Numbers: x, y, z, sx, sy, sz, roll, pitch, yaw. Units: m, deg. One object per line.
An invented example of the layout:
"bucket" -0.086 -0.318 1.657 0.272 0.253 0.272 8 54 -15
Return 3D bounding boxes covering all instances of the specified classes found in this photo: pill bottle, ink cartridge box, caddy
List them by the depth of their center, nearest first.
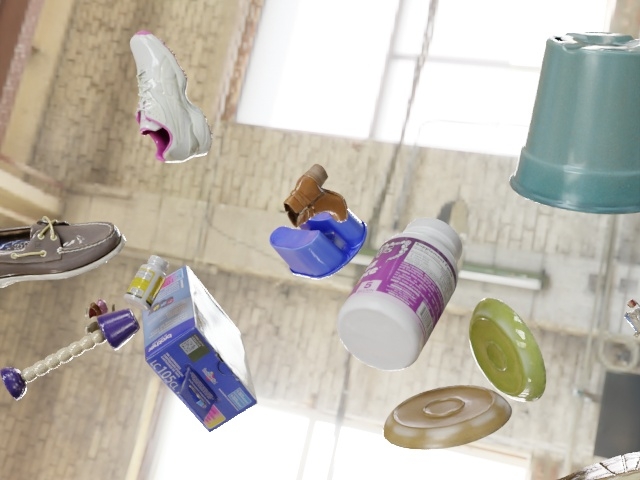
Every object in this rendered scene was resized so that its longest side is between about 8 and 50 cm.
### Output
"pill bottle" 0.163 0.090 1.789 0.301 0.169 0.169 -54 -34 -44
"pill bottle" -0.386 0.094 2.106 0.116 0.065 0.065 -63 -26 -21
"ink cartridge box" -0.293 0.268 2.252 0.270 0.151 0.395 55 -178 -26
"caddy" 0.000 0.000 2.957 0.179 0.341 0.241 46 -109 -26

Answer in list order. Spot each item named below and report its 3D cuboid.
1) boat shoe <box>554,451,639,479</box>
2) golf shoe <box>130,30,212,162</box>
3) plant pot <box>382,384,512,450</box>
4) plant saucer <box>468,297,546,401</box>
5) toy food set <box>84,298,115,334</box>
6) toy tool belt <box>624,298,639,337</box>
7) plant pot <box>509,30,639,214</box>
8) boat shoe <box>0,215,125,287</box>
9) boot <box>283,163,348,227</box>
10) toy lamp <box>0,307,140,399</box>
"boat shoe" 0.403 0.409 1.386 0.123 0.342 0.123 67 -167 7
"golf shoe" -0.357 -0.314 2.080 0.140 0.115 0.306 -30 -85 -32
"plant pot" 0.224 0.310 1.691 0.236 0.236 0.032 -34 -67 -63
"plant saucer" 0.386 0.240 1.999 0.037 0.241 0.241 -23 -51 -22
"toy food set" -0.475 0.162 2.001 0.122 0.019 0.078 14 -109 -73
"toy tool belt" 0.751 0.188 2.255 0.052 0.083 0.051 -7 -30 -51
"plant pot" 0.600 -0.268 2.043 0.341 0.341 0.334 -42 -41 -59
"boat shoe" -0.543 0.011 1.810 0.116 0.324 0.097 -93 -9 -55
"boot" -0.016 -0.083 2.459 0.152 0.073 0.197 -52 -54 -27
"toy lamp" -0.490 0.218 1.859 0.080 0.274 0.080 62 173 14
